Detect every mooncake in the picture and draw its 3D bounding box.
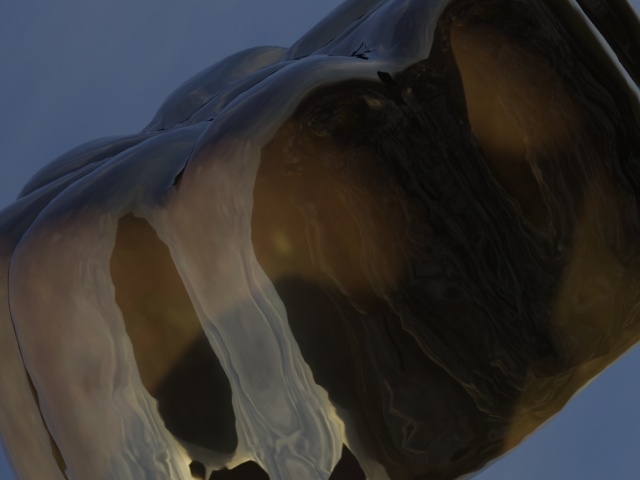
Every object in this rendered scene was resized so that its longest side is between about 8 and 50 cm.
[{"bbox_3d":[0.000,0.000,0.741,0.306,0.306,0.154,-39,-76,-43],"label":"mooncake"}]
